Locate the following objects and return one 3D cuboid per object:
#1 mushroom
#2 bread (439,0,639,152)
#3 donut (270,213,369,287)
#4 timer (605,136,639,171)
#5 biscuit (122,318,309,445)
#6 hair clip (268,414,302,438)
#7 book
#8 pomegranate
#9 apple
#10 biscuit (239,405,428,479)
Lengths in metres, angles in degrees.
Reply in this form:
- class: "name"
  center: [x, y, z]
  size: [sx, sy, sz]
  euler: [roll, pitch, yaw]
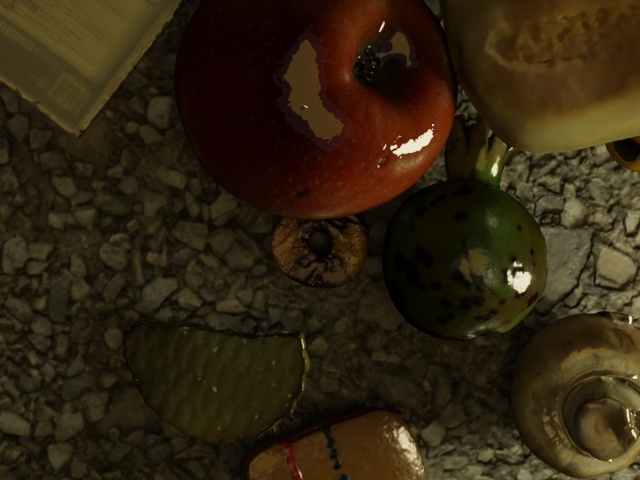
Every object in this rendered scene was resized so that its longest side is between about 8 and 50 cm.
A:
- class: "mushroom"
  center: [0.391, 0.217, 1.684]
  size: [0.255, 0.184, 0.255]
  euler: [3, 110, 7]
- class: "bread"
  center: [0.353, -0.297, 1.439]
  size: [0.376, 0.253, 0.348]
  euler: [-15, 109, 23]
- class: "donut"
  center: [0.000, 0.000, 1.663]
  size: [0.140, 0.059, 0.140]
  euler: [-1, 103, -5]
- class: "timer"
  center: [0.457, -0.148, 1.661]
  size: [0.107, 0.109, 0.107]
  euler: [-1, 88, 22]
- class: "biscuit"
  center: [-0.149, 0.204, 1.678]
  size: [0.273, 0.036, 0.187]
  euler: [6, 106, 12]
- class: "hair clip"
  center: [-0.074, 0.237, 1.718]
  size: [0.062, 0.056, 0.214]
  euler: [-17, 100, 27]
- class: "book"
  center: [-0.320, -0.329, 1.584]
  size: [0.228, 0.018, 0.322]
  euler: [39, 97, -13]
- class: "pomegranate"
  center: [0.198, -0.015, 1.583]
  size: [0.242, 0.242, 0.306]
  euler: [4, 102, -5]
- class: "apple"
  center: [-0.003, -0.195, 1.483]
  size: [0.348, 0.277, 0.348]
  euler: [3, 84, -34]
- class: "biscuit"
  center: [0.031, 0.384, 1.718]
  size: [0.277, 0.052, 0.262]
  euler: [-14, 105, -18]
